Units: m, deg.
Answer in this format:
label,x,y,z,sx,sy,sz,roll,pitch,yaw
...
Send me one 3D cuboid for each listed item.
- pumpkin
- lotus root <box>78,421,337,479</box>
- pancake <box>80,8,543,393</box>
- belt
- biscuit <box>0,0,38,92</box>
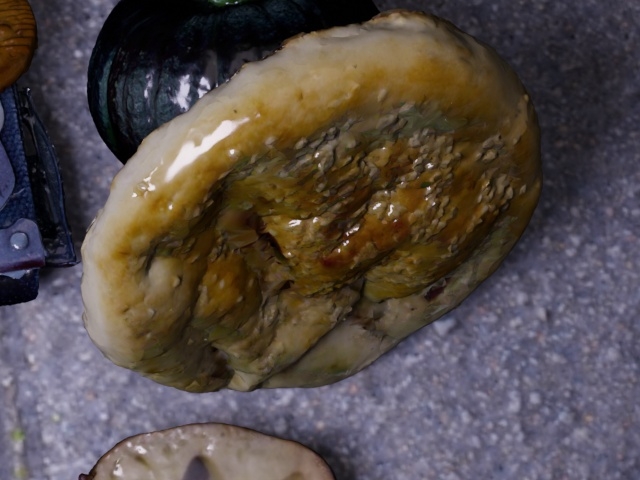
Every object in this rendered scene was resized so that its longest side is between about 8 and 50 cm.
label,x,y,z,sx,sy,sz,roll,pitch,yaw
pumpkin,-0.062,-0.154,1.225,0.248,0.248,0.248,3,75,-11
lotus root,-0.111,0.230,1.216,0.261,0.074,0.170,-20,80,-15
pancake,0.001,-0.001,1.154,0.387,0.387,0.082,-16,55,-16
belt,-0.265,-0.049,1.230,0.128,0.122,0.218,-8,68,-17
biscuit,-0.310,-0.157,1.204,0.188,0.027,0.187,0,44,0
